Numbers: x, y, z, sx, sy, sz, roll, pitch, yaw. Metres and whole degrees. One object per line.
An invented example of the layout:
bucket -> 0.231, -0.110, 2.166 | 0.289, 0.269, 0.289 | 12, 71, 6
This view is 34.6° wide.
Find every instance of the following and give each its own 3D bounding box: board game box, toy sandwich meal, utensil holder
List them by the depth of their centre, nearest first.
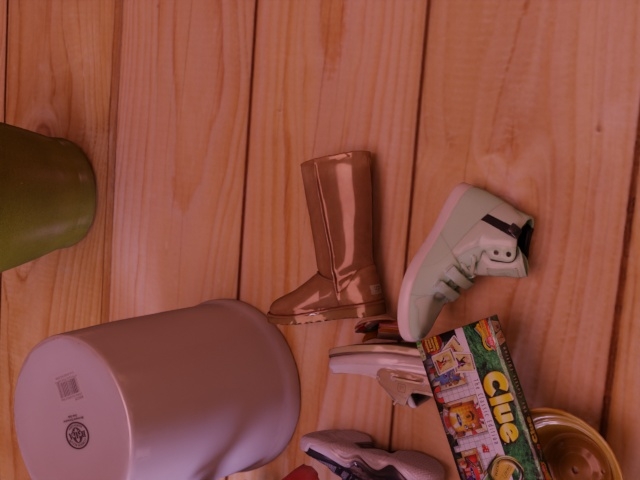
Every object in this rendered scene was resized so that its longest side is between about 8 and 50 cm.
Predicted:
board game box -> 0.235, 0.250, 1.479 | 0.136, 0.030, 0.259 | -24, 79, 34
toy sandwich meal -> 0.097, 0.146, 1.663 | 0.085, 0.085, 0.029 | -23, 61, 37
utensil holder -> -0.280, 0.286, 1.778 | 0.328, 0.385, 0.327 | 5, 98, 38

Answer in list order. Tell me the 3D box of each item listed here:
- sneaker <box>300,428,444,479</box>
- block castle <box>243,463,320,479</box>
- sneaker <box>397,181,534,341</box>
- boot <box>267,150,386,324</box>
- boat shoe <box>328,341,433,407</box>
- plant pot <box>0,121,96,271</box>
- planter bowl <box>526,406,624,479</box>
sneaker -> 0.073, 0.408, 1.689 | 0.269, 0.101, 0.153 | 10, 98, 35
block castle -> -0.051, 0.532, 1.653 | 0.303, 0.213, 0.453 | 63, 156, 7
sneaker -> 0.218, 0.052, 1.516 | 0.151, 0.094, 0.256 | 25, 91, 32
boot -> 0.000, 0.000, 1.724 | 0.236, 0.089, 0.269 | -9, 89, 28
boat shoe -> 0.139, 0.211, 1.612 | 0.302, 0.113, 0.103 | -4, 86, 38
plant pot -> -0.658, -0.090, 2.058 | 0.366, 0.353, 0.366 | 5, 98, 38
planter bowl -> 0.349, 0.339, 1.472 | 0.217, 0.090, 0.217 | 3, 95, 38
